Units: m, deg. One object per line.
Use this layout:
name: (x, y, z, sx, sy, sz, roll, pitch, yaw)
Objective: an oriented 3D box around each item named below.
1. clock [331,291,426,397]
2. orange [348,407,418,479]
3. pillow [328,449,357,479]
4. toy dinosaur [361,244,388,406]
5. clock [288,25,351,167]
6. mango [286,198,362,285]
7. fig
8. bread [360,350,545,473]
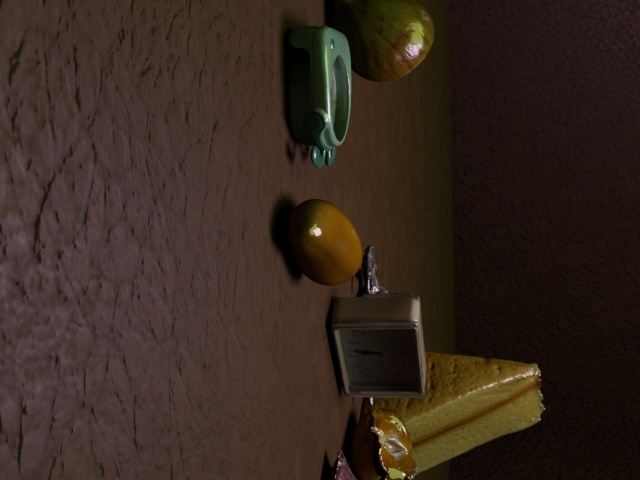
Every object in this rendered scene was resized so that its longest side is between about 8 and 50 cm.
clock: (0.099, 0.179, 1.378, 0.071, 0.147, 0.192, -79, 164, -48)
orange: (0.109, 0.393, 1.502, 0.160, 0.112, 0.170, 64, 15, 15)
pillow: (0.035, 0.432, 1.368, 0.185, 0.043, 0.118, 70, 29, -49)
toy dinosaur: (0.107, 0.157, 1.569, 0.162, 0.077, 0.294, -6, 83, -71)
clock: (-0.001, -0.193, 1.121, 0.148, 0.060, 0.188, -21, 112, -75)
mango: (0.000, 0.000, 1.108, 0.184, 0.085, 0.102, 43, 54, -58)
fig: (0.066, -0.348, 1.263, 0.259, 0.151, 0.151, 31, 59, -48)
bread: (0.281, 0.374, 1.688, 0.244, 0.362, 0.233, -77, 162, -44)
